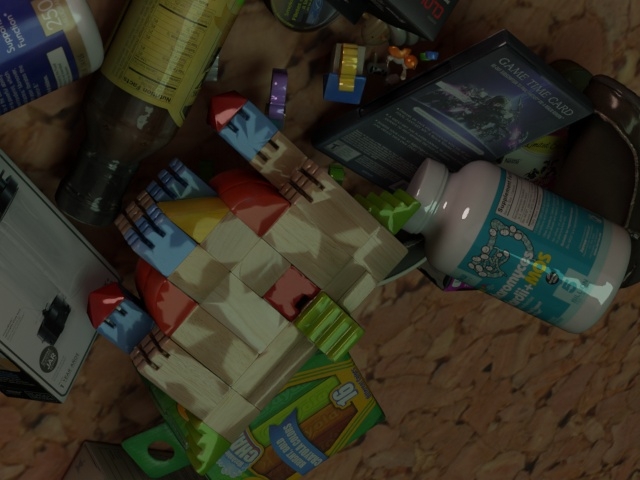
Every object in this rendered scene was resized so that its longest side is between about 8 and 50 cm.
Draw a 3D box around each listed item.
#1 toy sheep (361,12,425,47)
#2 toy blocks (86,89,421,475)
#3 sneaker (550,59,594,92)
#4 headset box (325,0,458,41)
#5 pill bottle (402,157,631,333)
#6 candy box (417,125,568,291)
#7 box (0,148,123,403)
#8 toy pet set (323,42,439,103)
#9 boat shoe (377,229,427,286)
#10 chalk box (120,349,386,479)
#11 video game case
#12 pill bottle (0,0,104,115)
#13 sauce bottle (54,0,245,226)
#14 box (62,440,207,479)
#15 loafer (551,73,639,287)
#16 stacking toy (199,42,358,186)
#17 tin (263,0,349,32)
[{"bbox_3d":[0.101,-0.263,1.522,0.132,0.091,0.091,-38,135,-8],"label":"toy sheep"},{"bbox_3d":[-0.101,0.025,1.443,0.381,0.191,0.261,-48,118,1],"label":"toy blocks"},{"bbox_3d":[0.368,-0.161,1.765,0.064,0.086,0.192,-46,134,5],"label":"sneaker"},{"bbox_3d":[0.089,-0.361,1.372,0.293,0.110,0.218,-57,140,1],"label":"headset box"},{"bbox_3d":[0.227,-0.003,1.623,0.264,0.146,0.146,25,111,-5],"label":"pill bottle"},{"bbox_3d":[0.238,-0.049,1.763,0.159,0.071,0.233,-1,120,-39],"label":"candy box"},{"bbox_3d":[-0.342,0.025,1.393,0.290,0.087,0.169,53,49,-46],"label":"box"},{"bbox_3d":[0.064,-0.185,1.532,0.114,0.122,0.065,6,93,-7],"label":"toy pet set"},{"bbox_3d":[0.000,0.000,1.633,0.335,0.112,0.095,-12,133,-21],"label":"boat shoe"},{"bbox_3d":[-0.102,0.202,1.669,0.289,0.179,0.180,-36,134,-5],"label":"chalk box"},{"bbox_3d":[0.154,-0.138,1.588,0.274,0.026,0.196,-27,145,30],"label":"video game case"},{"bbox_3d":[-0.348,-0.175,1.248,0.265,0.153,0.153,-28,133,-13],"label":"pill bottle"},{"bbox_3d":[-0.176,-0.174,1.393,0.111,0.111,0.344,13,117,-39],"label":"sauce bottle"},{"bbox_3d":[-0.182,0.367,1.767,0.311,0.148,0.121,16,113,-38],"label":"box"},{"bbox_3d":[0.354,-0.045,1.708,0.130,0.134,0.366,-33,138,-21],"label":"loafer"},{"bbox_3d":[-0.051,-0.125,1.501,0.167,0.052,0.221,4,125,-4],"label":"stacking toy"},{"bbox_3d":[-0.001,-0.316,1.449,0.106,0.040,0.189,2,121,-38],"label":"tin"}]
